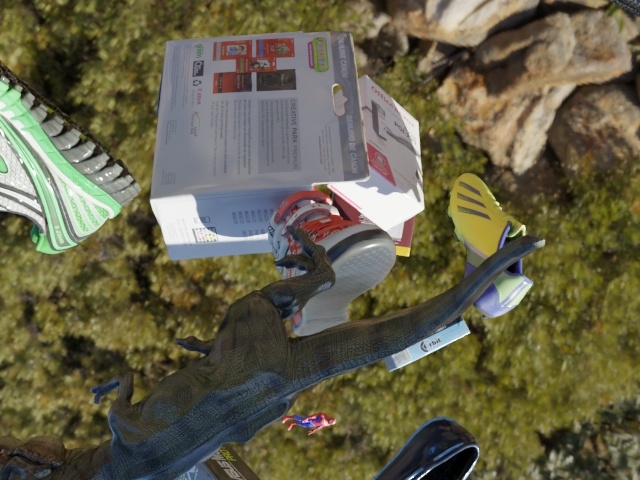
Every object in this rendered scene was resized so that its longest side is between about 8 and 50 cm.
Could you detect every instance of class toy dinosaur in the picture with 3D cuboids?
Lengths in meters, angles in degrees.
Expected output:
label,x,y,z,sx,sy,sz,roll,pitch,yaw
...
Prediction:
label,x,y,z,sx,sy,sz,roll,pitch,yaw
toy dinosaur,-0.031,0.053,0.380,0.064,0.268,0.118,61,-175,-17

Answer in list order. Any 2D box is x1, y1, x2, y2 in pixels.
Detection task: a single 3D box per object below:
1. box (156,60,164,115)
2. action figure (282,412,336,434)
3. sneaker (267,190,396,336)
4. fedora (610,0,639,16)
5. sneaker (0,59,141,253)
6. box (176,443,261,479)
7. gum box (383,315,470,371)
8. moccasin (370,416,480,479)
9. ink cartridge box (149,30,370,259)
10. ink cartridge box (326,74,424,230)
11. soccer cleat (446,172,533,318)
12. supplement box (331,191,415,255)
label,x,y,z,sx,sy,sz,roll,pitch,yaw
box,-0.188,-0.204,1.424,0.233,0.059,0.183,47,154,6
action figure,-0.019,0.354,1.571,0.115,0.030,0.038,-13,120,30
sneaker,-0.001,0.001,0.870,0.090,0.145,0.270,-10,160,-15
fedora,0.349,-0.320,0.844,0.334,0.334,0.153,27,113,-2
sneaker,-0.338,-0.102,0.774,0.343,0.146,0.134,43,178,-35
box,-0.153,0.379,0.963,0.060,0.270,0.216,11,-178,-24
gum box,0.205,0.208,1.602,0.184,0.156,0.041,92,152,-79
moccasin,0.134,0.442,1.333,0.137,0.342,0.117,38,170,-24
ink cartridge box,-0.077,-0.139,1.106,0.271,0.310,0.130,-4,142,1
ink cartridge box,0.095,-0.153,1.392,0.092,0.218,0.158,-30,132,32
soccer cleat,0.267,-0.009,1.243,0.093,0.289,0.121,31,128,-26
supplement box,0.120,-0.080,1.855,0.191,0.194,0.129,9,-174,0
